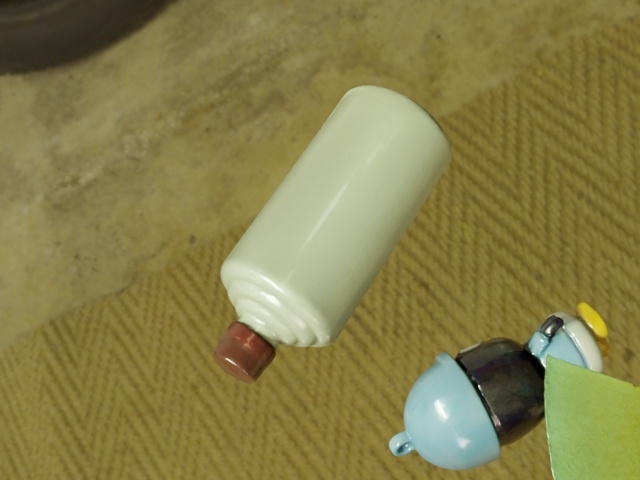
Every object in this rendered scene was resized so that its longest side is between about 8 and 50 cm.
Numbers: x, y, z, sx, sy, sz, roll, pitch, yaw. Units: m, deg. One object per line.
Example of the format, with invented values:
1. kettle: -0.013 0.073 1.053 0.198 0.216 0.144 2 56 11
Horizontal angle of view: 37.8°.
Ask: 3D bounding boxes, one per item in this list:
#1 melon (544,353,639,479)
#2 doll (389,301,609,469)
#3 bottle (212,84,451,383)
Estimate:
1. melon: 0.276 0.231 0.872 0.114 0.053 0.261 -12 71 2
2. doll: 0.226 0.191 1.202 0.314 0.177 0.141 -29 47 -8
3. bottle: 0.000 0.000 0.715 0.104 0.104 0.245 19 65 36
